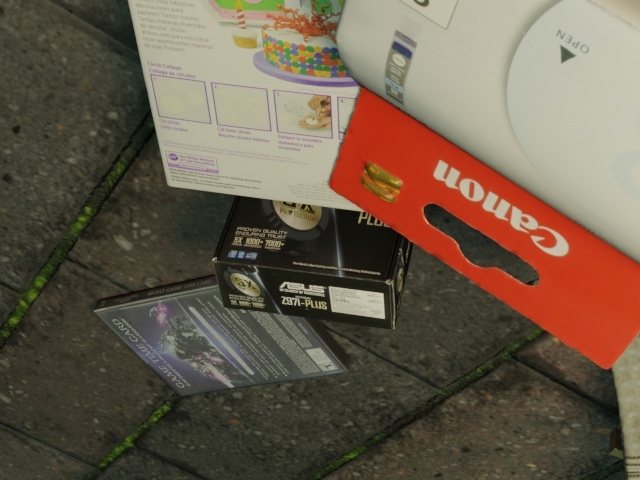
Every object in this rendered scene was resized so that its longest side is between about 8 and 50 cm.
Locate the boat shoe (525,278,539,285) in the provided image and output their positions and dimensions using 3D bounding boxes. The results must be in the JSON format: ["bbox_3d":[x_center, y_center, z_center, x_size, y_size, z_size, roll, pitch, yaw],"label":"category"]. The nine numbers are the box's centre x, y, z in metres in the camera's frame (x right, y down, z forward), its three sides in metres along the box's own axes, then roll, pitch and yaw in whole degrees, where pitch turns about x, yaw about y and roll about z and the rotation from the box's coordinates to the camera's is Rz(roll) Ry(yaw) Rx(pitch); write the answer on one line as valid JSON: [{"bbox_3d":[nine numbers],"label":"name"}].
[{"bbox_3d":[0.253,-0.011,0.987,0.136,0.156,0.367,-2,137,22],"label":"boat shoe"}]

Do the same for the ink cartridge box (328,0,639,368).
[{"bbox_3d":[0.144,-0.056,0.797,0.308,0.091,0.385,34,144,11],"label":"ink cartridge box"}]

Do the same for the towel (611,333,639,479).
[{"bbox_3d":[0.438,0.215,1.087,0.312,0.056,0.324,-6,96,41],"label":"towel"}]

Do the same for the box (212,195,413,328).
[{"bbox_3d":[0.000,0.000,1.094,0.180,0.147,0.077,7,140,12],"label":"box"}]

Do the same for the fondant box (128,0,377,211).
[{"bbox_3d":[-0.033,-0.175,0.942,0.238,0.096,0.330,8,141,10],"label":"fondant box"}]

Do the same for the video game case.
[{"bbox_3d":[-0.125,0.121,1.375,0.274,0.026,0.196,-12,133,31],"label":"video game case"}]

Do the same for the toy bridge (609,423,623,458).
[{"bbox_3d":[0.381,0.182,1.241,0.026,0.063,0.188,19,139,-3],"label":"toy bridge"}]
